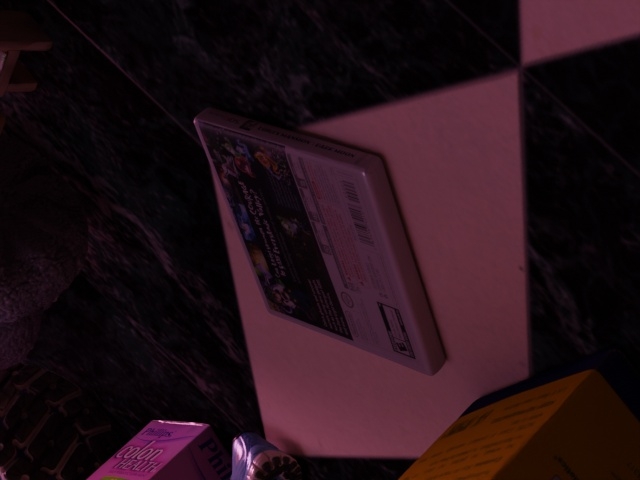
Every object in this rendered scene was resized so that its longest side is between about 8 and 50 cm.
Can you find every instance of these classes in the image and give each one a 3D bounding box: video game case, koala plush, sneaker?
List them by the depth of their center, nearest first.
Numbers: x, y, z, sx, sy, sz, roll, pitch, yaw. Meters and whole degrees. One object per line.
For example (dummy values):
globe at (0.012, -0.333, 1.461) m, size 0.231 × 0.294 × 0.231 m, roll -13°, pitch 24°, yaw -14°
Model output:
video game case at (0.000, 0.000, 1.322) m, size 0.173 × 0.022 × 0.190 m, roll 19°, pitch 141°, yaw 41°
koala plush at (-0.296, 0.038, 1.604) m, size 0.203 × 0.196 × 0.221 m, roll 23°, pitch 141°, yaw 14°
sneaker at (-0.046, 0.229, 1.642) m, size 0.073 × 0.063 × 0.162 m, roll 46°, pitch 152°, yaw 42°
sneaker at (-0.246, 0.269, 1.872) m, size 0.330 × 0.130 × 0.147 m, roll 50°, pitch 149°, yaw -4°

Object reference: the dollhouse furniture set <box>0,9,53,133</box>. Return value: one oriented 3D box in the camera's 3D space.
dollhouse furniture set at (-0.359, -0.128, 1.424) m, size 0.242 × 0.161 × 0.212 m, roll 47°, pitch 125°, yaw 32°

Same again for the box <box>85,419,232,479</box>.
box at (-0.156, 0.325, 1.698) m, size 0.117 × 0.243 × 0.213 m, roll -5°, pitch 121°, yaw 55°

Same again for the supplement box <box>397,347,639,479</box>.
supplement box at (0.096, 0.266, 1.170) m, size 0.195 × 0.356 × 0.194 m, roll 50°, pitch 152°, yaw -4°
